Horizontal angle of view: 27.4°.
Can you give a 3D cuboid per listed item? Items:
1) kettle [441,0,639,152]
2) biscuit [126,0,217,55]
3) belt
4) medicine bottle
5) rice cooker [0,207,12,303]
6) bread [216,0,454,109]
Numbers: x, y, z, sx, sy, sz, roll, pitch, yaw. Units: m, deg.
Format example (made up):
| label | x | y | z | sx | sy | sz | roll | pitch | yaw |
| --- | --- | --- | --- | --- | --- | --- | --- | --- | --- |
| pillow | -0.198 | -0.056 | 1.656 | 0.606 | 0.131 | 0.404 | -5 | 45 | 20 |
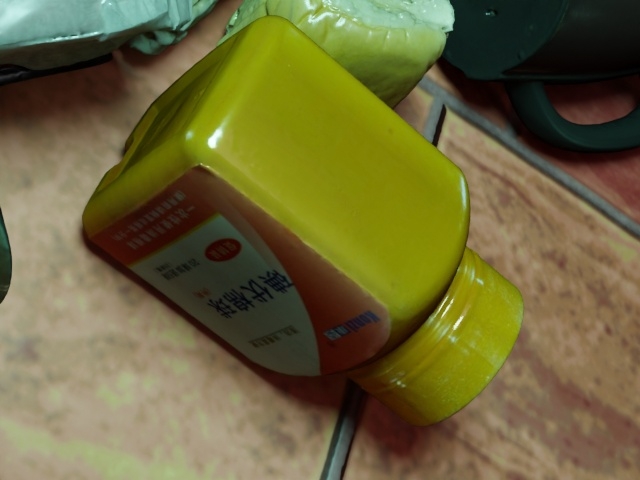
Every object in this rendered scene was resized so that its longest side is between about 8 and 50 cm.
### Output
| label | x | y | z | sx | sy | sz | roll | pitch | yaw |
| --- | --- | --- | --- | --- | --- | --- | --- | --- | --- |
| kettle | 0.200 | -0.164 | 0.941 | 0.232 | 0.144 | 0.202 | -4 | 94 | -39 |
| biscuit | -0.141 | -0.225 | 0.765 | 0.239 | 0.062 | 0.108 | 48 | 53 | -10 |
| belt | -0.163 | -0.135 | 0.658 | 0.200 | 0.128 | 0.124 | -15 | 104 | -24 |
| medicine bottle | 0.000 | 0.001 | 0.722 | 0.222 | 0.149 | 0.112 | 39 | 56 | -18 |
| rice cooker | -0.266 | 0.007 | 0.468 | 0.317 | 0.316 | 0.264 | -67 | 149 | -32 |
| bread | 0.008 | -0.116 | 0.802 | 0.125 | 0.106 | 0.082 | 15 | 64 | -28 |
